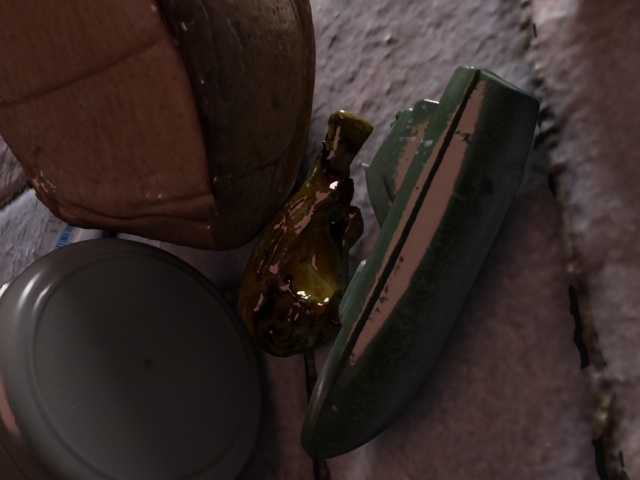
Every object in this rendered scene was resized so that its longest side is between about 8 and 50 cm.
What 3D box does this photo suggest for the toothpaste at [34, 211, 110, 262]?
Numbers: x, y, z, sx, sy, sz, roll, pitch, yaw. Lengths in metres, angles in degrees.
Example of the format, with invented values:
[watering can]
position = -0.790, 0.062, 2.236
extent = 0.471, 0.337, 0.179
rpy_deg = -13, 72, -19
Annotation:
[toothpaste]
position = -0.261, 0.031, 0.801
extent = 0.114, 0.073, 0.299
rpy_deg = 6, 81, 47

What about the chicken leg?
[chicken leg]
position = 0.000, 0.000, 0.534
extent = 0.093, 0.070, 0.178
rpy_deg = 21, 95, 23

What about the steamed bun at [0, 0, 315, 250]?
[steamed bun]
position = -0.121, -0.156, 0.582
extent = 0.252, 0.199, 0.301
rpy_deg = 1, 116, 33

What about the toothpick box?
[toothpick box]
position = -0.217, 0.165, 0.619
extent = 0.316, 0.229, 0.229
rpy_deg = -36, 59, 38

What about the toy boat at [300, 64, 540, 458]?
[toy boat]
position = 0.045, 0.021, 0.468
extent = 0.085, 0.078, 0.260
rpy_deg = 29, 104, 26
